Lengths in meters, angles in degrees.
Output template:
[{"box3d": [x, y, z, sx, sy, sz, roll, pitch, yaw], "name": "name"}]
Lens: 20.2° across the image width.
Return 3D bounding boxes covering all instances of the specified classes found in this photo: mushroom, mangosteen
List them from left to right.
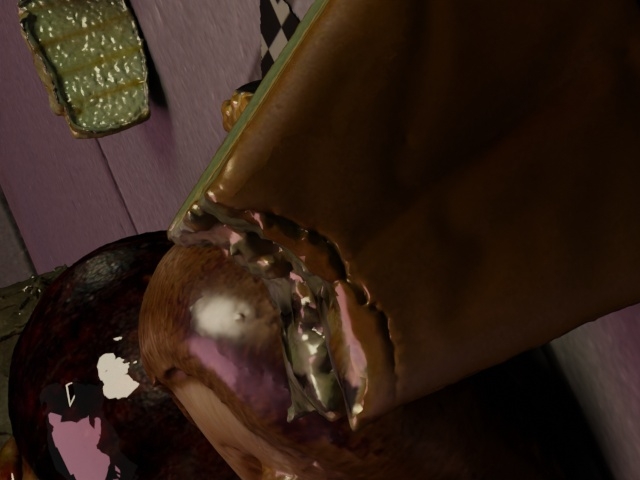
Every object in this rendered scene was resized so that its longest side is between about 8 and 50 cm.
[{"box3d": [-0.106, 0.136, 1.307, 0.288, 0.288, 0.288, 59, 162, 33], "name": "mangosteen"}, {"box3d": [0.023, 0.105, 0.981, 0.297, 0.163, 0.278, 49, -178, -29], "name": "mushroom"}]

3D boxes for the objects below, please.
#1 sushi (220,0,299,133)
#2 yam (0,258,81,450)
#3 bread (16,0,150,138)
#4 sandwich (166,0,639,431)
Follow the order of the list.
[{"box3d": [0.000, 0.000, 1.202, 0.290, 0.050, 0.264, 59, 162, 30], "name": "sushi"}, {"box3d": [-0.193, 0.138, 1.579, 0.241, 0.348, 0.241, 170, 90, -69], "name": "yam"}, {"box3d": [-0.208, -0.167, 1.625, 0.110, 0.103, 0.156, 128, 125, -86], "name": "bread"}, {"box3d": [0.025, -0.053, 0.760, 0.227, 0.198, 0.155, 68, 165, 1], "name": "sandwich"}]
